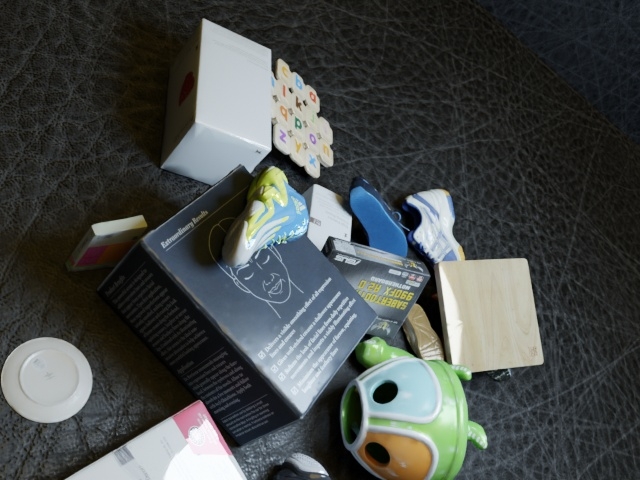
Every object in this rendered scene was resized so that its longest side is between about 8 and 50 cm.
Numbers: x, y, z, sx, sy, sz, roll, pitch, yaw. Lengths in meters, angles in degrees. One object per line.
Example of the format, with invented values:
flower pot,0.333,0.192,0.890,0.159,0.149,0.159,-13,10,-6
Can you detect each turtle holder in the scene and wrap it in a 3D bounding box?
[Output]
turtle holder,0.164,0.322,1.363,0.228,0.243,0.320,10,62,-16

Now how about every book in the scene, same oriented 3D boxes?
book,-0.372,0.008,1.192,0.096,0.144,0.035,-14,73,-44

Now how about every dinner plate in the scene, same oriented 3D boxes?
dinner plate,-0.433,0.220,1.101,0.141,0.017,0.141,20,51,-27

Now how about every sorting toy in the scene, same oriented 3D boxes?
sorting toy,0.384,0.180,1.647,0.256,0.089,0.257,-1,78,-23

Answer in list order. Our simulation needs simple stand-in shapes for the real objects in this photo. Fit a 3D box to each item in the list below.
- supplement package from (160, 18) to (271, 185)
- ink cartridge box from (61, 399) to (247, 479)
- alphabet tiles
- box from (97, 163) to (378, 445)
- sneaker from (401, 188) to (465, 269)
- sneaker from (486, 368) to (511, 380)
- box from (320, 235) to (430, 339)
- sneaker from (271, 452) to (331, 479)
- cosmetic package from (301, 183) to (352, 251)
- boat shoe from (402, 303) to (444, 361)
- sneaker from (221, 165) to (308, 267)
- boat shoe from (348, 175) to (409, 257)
supplement package,-0.222,-0.288,1.481,0.175,0.177,0.292,18,53,-30
ink cartridge box,-0.262,0.405,1.046,0.283,0.117,0.207,-24,80,-46
alphabet tiles,-0.059,-0.294,1.667,0.284,0.021,0.277,34,44,-44
box,-0.144,0.115,1.262,0.395,0.212,0.293,49,45,-4
sneaker,0.286,0.016,1.771,0.131,0.112,0.296,-7,73,-12
sneaker,0.436,0.275,1.736,0.073,0.063,0.162,-19,77,-48
box,0.087,0.103,1.450,0.231,0.183,0.056,16,28,-20
sneaker,-0.001,0.476,1.157,0.153,0.269,0.101,-33,129,-37
cosmetic package,0.000,0.000,1.544,0.117,0.085,0.231,24,49,-25
boat shoe,0.236,0.232,1.603,0.063,0.059,0.170,-10,65,-20
sneaker,-0.080,-0.025,1.188,0.126,0.091,0.240,36,45,-17
boat shoe,0.145,-0.052,1.631,0.089,0.109,0.258,-95,165,-47
